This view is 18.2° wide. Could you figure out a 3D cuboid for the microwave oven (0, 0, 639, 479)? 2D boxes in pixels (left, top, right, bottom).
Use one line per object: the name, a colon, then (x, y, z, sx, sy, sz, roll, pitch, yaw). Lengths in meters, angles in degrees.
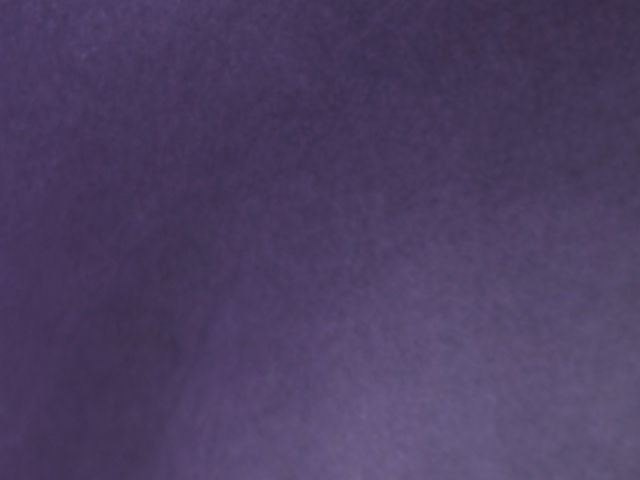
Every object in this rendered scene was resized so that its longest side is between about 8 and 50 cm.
microwave oven: (0.000, 0.000, 0.466, 0.432, 0.236, 0.374, 19, 88, 27)
